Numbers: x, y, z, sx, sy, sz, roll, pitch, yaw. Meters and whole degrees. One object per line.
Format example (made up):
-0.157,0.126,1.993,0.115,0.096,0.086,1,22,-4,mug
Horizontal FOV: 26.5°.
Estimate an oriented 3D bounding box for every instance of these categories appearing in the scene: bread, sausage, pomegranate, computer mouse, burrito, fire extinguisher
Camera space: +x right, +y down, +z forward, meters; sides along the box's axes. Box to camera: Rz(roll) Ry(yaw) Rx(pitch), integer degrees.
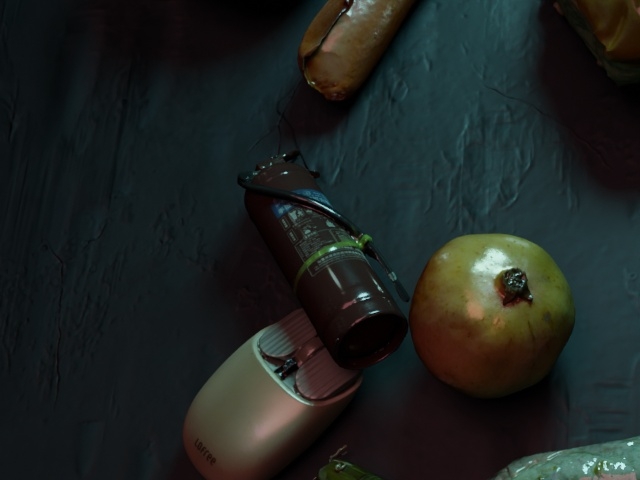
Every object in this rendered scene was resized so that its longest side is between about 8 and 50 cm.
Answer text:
0.397,-0.333,1.604,0.250,0.225,0.279,-28,65,7,bread
0.077,-0.326,1.784,0.102,0.102,0.330,28,77,27,sausage
0.192,0.084,1.508,0.191,0.191,0.191,-7,65,16,pomegranate
-0.060,0.189,1.608,0.236,0.082,0.145,-42,60,-2,computer mouse
0.317,0.249,1.445,0.309,0.066,0.096,-15,24,15,burrito
0.000,0.000,1.643,0.341,0.141,0.105,59,136,39,fire extinguisher

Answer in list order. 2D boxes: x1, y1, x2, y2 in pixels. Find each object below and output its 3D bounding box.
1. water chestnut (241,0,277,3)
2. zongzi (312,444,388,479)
-0.100,-0.465,1.823,0.289,0.244,0.289,-8,66,18,water chestnut
0.058,0.346,1.515,0.187,0.084,0.184,18,115,51,zongzi
